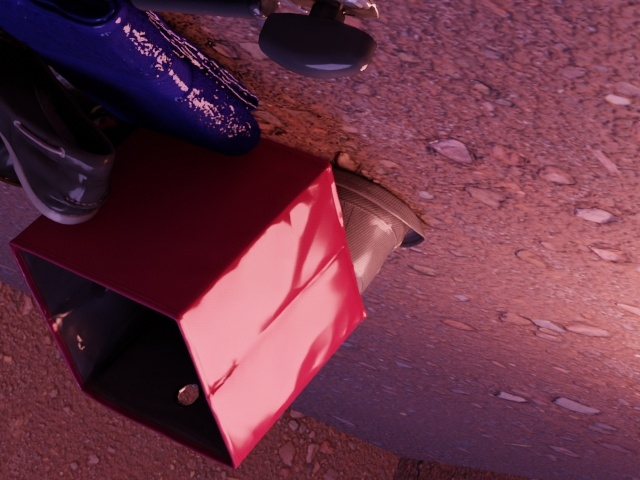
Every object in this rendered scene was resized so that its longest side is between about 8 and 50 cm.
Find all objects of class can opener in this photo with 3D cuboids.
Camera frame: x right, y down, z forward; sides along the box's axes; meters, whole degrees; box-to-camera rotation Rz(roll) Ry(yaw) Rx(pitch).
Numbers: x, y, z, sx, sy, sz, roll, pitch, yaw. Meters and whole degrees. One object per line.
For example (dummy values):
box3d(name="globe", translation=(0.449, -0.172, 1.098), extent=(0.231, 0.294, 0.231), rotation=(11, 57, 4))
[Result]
box3d(name="can opener", translation=(-0.073, -0.203, 1.185), extent=(0.280, 0.093, 0.074), rotation=(16, 168, 37))

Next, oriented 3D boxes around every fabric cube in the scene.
box3d(name="fabric cube", translation=(-0.138, 0.047, 1.579), extent=(0.254, 0.258, 0.259), rotation=(20, 143, 33))

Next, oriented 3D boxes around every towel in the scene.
box3d(name="towel", translation=(-0.206, -0.197, 1.443), extent=(0.228, 0.076, 0.308), rotation=(21, 169, 31))

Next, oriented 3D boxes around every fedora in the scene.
box3d(name="fedora", translation=(0.000, 0.000, 1.775), extent=(0.244, 0.124, 0.275), rotation=(25, 166, -15))

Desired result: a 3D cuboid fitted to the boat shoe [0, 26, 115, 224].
box3d(name="boat shoe", translation=(-0.321, -0.167, 1.506), extent=(0.112, 0.095, 0.335), rotation=(-18, -118, -46))

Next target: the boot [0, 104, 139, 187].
box3d(name="boot", translation=(-0.340, -0.127, 1.748), extent=(0.377, 0.138, 0.284), rotation=(27, 167, -39))
